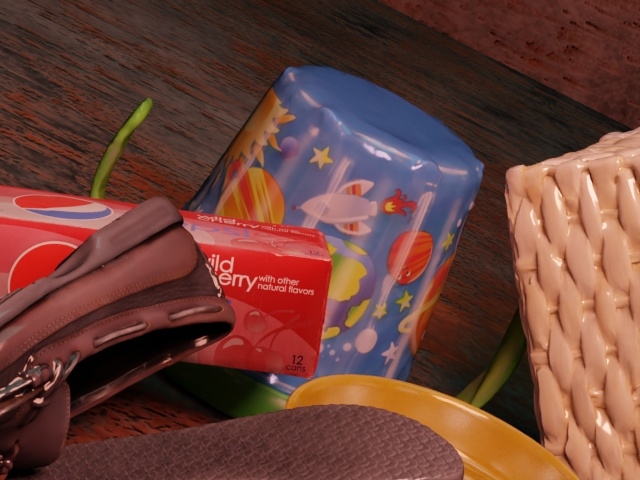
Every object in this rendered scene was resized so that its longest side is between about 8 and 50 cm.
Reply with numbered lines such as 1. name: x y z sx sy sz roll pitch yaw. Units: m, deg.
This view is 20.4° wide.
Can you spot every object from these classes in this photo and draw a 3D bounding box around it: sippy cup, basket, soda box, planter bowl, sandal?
1. sippy cup: 0.000 0.000 1.318 0.305 0.224 0.240 13 22 -37
2. basket: 0.334 0.072 1.291 0.328 0.331 0.266 -6 5 31
3. soda box: -0.128 0.023 1.161 0.263 0.083 0.092 7 13 -5
4. planter bowl: 0.064 0.178 1.118 0.217 0.090 0.217 19 20 -7
5. sandal: -0.047 0.140 0.998 0.254 0.054 0.097 -5 22 3

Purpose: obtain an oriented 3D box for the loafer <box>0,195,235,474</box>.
1. loafer: -0.151 0.076 0.982 0.095 0.109 0.302 48 43 1
